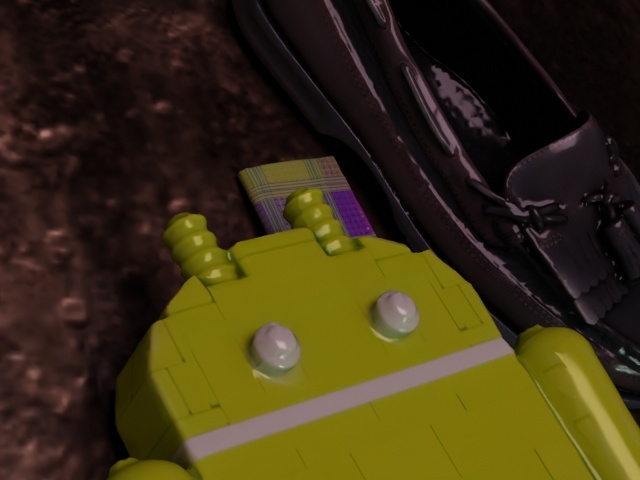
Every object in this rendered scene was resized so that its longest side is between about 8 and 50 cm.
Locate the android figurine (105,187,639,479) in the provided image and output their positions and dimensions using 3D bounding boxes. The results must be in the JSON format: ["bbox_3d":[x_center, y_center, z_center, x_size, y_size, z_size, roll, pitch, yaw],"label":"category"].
[{"bbox_3d":[0.028,0.097,0.560,0.248,0.056,0.273,-12,63,-36],"label":"android figurine"}]

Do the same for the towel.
[{"bbox_3d":[0.000,0.000,0.665,0.060,0.009,0.083,-9,65,-38],"label":"towel"}]

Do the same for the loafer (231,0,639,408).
[{"bbox_3d":[0.084,-0.047,0.695,0.302,0.095,0.109,46,46,1],"label":"loafer"}]
